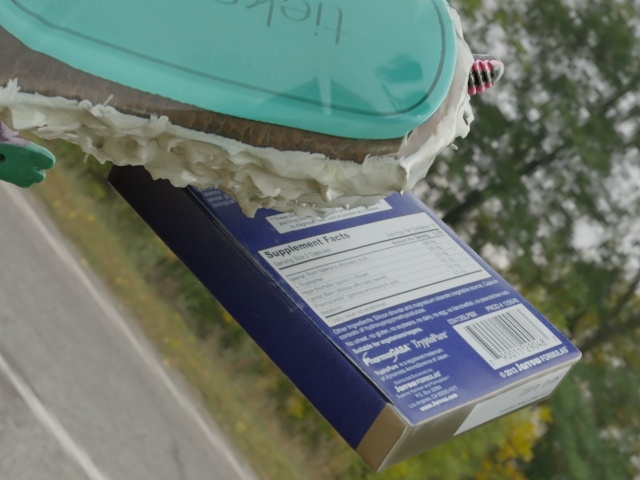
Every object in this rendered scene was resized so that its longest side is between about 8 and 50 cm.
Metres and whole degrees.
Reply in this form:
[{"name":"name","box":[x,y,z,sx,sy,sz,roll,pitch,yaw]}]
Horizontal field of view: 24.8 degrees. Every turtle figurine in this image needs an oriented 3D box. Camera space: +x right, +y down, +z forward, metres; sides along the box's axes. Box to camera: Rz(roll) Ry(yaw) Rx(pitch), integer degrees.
[{"name":"turtle figurine","box":[-0.240,-0.156,1.141,0.234,0.118,0.175,-106,-171,-50]}]

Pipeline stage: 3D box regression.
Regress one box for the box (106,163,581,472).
[{"name":"box","box":[0.000,0.000,0.666,0.136,0.036,0.225,-13,52,-49]}]

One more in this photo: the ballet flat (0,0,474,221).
[{"name":"ballet flat","box":[-0.143,-0.094,0.564,0.409,0.147,0.147,20,9,-10]}]

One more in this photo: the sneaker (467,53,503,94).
[{"name":"sneaker","box":[0.114,-0.169,1.393,0.047,0.119,0.057,84,0,-50]}]
